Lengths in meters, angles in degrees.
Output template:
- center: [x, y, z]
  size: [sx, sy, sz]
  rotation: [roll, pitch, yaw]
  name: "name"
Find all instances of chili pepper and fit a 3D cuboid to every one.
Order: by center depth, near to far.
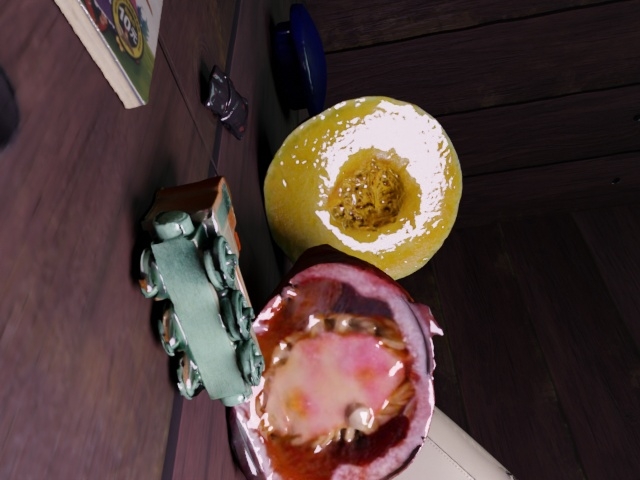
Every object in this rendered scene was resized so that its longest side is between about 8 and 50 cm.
- center: [0.003, 0.132, 0.658]
  size: [0.305, 0.229, 0.251]
  rotation: [-125, -157, -80]
  name: "chili pepper"

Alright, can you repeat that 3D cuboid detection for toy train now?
- center: [-0.088, 0.045, 0.433]
  size: [0.118, 0.074, 0.176]
  rotation: [-94, 171, -63]
  name: "toy train"

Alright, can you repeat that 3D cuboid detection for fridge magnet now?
- center: [-0.043, -0.415, 1.242]
  size: [0.265, 0.112, 0.265]
  rotation: [-9, 90, -83]
  name: "fridge magnet"

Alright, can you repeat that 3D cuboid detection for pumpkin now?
- center: [0.058, -0.100, 0.944]
  size: [0.199, 0.332, 0.332]
  rotation: [-117, -165, -65]
  name: "pumpkin"

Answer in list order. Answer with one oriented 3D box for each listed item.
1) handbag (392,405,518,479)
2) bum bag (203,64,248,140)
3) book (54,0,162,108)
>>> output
- center: [0.173, 0.409, 0.855]
  size: [0.358, 0.237, 0.160]
  rotation: [40, -6, 20]
  name: "handbag"
- center: [-0.112, -0.166, 0.643]
  size: [0.124, 0.034, 0.058]
  rotation: [42, 54, -80]
  name: "bum bag"
- center: [-0.166, -0.290, 0.384]
  size: [0.228, 0.018, 0.322]
  rotation: [72, 12, -59]
  name: "book"
